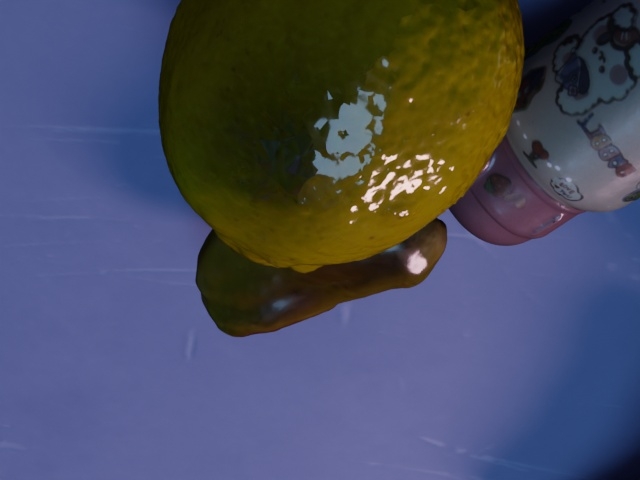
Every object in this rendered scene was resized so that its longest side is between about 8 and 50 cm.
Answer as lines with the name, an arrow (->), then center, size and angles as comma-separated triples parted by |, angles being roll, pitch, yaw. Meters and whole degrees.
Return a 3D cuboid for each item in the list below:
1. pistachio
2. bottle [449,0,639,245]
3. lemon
pistachio -> -0.003, -0.002, 1.239 | 0.189, 0.100, 0.110 | -21, 108, 34
bottle -> 0.179, -0.085, 1.125 | 0.120, 0.120, 0.253 | 36, 126, -28
lemon -> 0.009, -0.092, 1.069 | 0.204, 0.204, 0.260 | 21, 120, -17
